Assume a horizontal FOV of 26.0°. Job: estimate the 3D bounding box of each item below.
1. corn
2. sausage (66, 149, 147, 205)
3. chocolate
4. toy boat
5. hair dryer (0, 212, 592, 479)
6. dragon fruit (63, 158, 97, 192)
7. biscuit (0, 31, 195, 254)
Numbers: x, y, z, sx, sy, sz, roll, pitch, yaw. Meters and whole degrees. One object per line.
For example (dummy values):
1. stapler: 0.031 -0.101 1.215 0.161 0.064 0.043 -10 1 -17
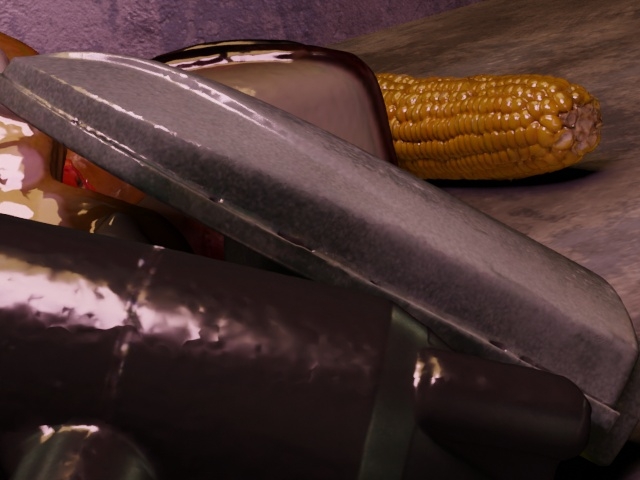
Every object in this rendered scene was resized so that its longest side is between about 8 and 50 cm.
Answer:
1. corn: 0.122 -0.098 1.235 0.102 0.102 0.313 -24 21 -34
2. sausage: -0.203 -0.002 0.955 0.270 0.109 0.109 -53 24 -10
3. chocolate: -0.077 -0.069 1.126 0.283 0.186 0.283 -14 14 4
4. toy boat: 0.000 0.000 0.629 0.319 0.092 0.141 27 7 -12
5. hair dryer: -0.041 0.120 0.455 0.244 0.116 0.302 11 36 3
6. dragon fruit: -0.228 0.054 0.784 0.268 0.205 0.210 -33 24 -29
7. biscuit: -0.262 0.076 0.609 0.432 0.064 0.283 -34 64 -17
